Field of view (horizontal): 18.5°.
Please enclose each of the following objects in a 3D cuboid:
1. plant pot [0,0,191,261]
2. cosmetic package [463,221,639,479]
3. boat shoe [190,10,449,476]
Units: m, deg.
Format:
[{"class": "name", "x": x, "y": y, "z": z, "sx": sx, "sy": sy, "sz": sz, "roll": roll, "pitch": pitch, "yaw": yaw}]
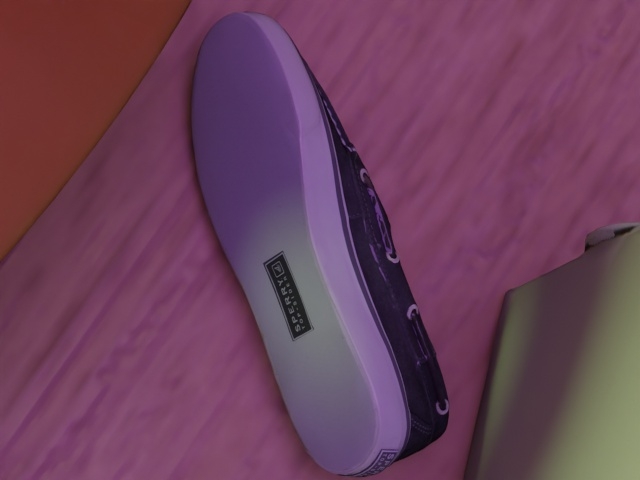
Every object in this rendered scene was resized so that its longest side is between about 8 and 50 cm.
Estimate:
[{"class": "plant pot", "x": -0.159, "y": -0.079, "z": 0.459, "sx": 0.203, "sy": 0.291, "sz": 0.291, "roll": 40, "pitch": 75, "yaw": -19}, {"class": "cosmetic package", "x": 0.100, "y": 0.187, "z": 0.494, "sx": 0.155, "sy": 0.197, "sz": 0.365, "roll": 17, "pitch": 80, "yaw": -8}, {"class": "boat shoe", "x": 0.000, "y": 0.000, "z": 0.584, "sx": 0.040, "sy": 0.049, "sz": 0.142, "roll": -9, "pitch": 79, "yaw": -46}]
